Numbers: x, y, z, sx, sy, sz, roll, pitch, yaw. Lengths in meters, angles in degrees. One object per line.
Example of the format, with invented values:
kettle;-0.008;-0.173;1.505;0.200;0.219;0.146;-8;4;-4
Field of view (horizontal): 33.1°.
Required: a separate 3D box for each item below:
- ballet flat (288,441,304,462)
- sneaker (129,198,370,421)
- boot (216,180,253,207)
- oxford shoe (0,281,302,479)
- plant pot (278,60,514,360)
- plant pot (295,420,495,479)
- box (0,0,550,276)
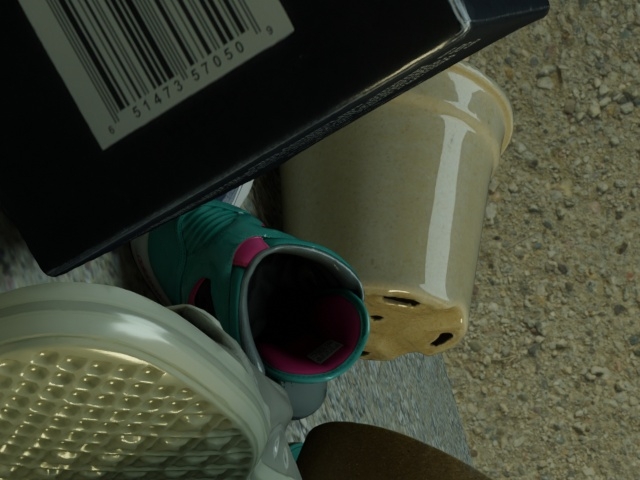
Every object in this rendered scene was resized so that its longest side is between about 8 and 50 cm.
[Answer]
ballet flat;0.023;0.357;0.996;0.348;0.123;0.123;59;3;28
sneaker;-0.027;0.082;0.913;0.178;0.124;0.295;24;-24;44
boot;-0.112;-0.066;1.022;0.190;0.069;0.086;-85;160;-54
oxford shoe;-0.102;0.100;0.644;0.449;0.169;0.130;66;16;-67
plant pot;0.077;-0.026;1.363;0.334;0.334;0.305;58;32;-56
plant pot;0.031;0.311;0.830;0.254;0.237;0.237;-56;141;-29
box;-0.035;-0.171;0.747;0.212;0.294;0.395;61;21;-3
